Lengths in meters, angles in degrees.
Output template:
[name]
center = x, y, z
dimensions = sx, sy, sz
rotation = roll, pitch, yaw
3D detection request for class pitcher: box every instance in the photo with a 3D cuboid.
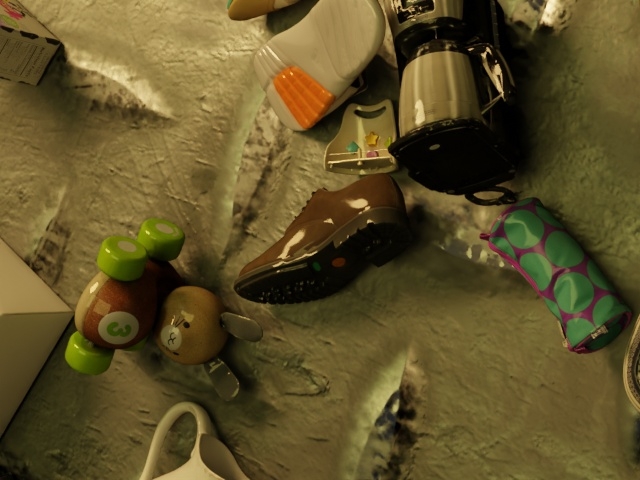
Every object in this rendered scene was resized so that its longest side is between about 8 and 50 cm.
[pitcher]
center = -0.173, 0.296, 1.340
dimensions = 0.207, 0.125, 0.178
rotation = -45, 48, 10

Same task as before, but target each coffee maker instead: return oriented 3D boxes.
[coffee maker]
center = 0.126, -0.144, 1.165
dimensions = 0.120, 0.171, 0.178
rotation = -6, 64, 9

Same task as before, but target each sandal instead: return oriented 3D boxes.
[sandal]
center = 0.017, -0.188, 1.230
dimensions = 0.102, 0.076, 0.265
rotation = 63, 152, 0

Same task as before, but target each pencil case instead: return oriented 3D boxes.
[pencil case]
center = 0.222, 0.034, 1.142
dimensions = 0.070, 0.064, 0.152
rotation = -35, 70, -2

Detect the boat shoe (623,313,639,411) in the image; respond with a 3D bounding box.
[boat shoe]
center = 0.349, 0.020, 0.998
dimensions = 0.127, 0.158, 0.340
rotation = 45, 113, 28

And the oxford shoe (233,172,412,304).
[oxford shoe]
center = 0.000, 0.000, 1.273
dimensions = 0.227, 0.083, 0.096
rotation = -27, 51, 30

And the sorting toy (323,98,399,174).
[sorting toy]
center = 0.050, -0.109, 1.258
dimensions = 0.083, 0.045, 0.075
rotation = -3, 80, 30

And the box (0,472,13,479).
[box]
center = -0.485, 0.421, 1.486
dimensions = 0.270, 0.143, 0.165
rotation = -31, 76, 25

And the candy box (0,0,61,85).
[candy box]
center = -0.436, -0.269, 1.444
dimensions = 0.165, 0.196, 0.070
rotation = 42, 107, 23

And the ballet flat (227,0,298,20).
[ballet flat]
center = -0.008, -0.303, 1.276
dimensions = 0.073, 0.080, 0.232
rotation = 45, 112, 7

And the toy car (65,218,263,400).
[toy car]
center = -0.158, 0.094, 1.322
dimensions = 0.188, 0.149, 0.155
rotation = 30, 116, 14

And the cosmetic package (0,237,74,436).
[cosmetic package]
center = -0.459, 0.109, 1.482
dimensions = 0.224, 0.138, 0.224
rotation = 41, 108, 25
